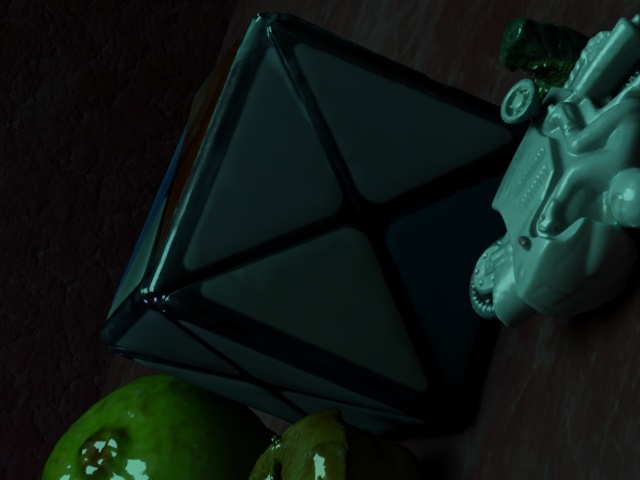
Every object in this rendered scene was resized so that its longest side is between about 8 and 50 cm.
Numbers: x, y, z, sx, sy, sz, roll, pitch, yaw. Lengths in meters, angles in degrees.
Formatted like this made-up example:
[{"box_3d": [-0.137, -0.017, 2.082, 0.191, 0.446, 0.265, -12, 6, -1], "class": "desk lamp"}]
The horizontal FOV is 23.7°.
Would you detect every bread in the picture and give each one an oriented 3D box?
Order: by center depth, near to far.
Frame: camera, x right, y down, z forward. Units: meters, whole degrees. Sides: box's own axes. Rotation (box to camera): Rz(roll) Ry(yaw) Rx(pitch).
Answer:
[{"box_3d": [0.001, 0.282, 1.344, 0.268, 0.146, 0.268, -163, 90, -76], "class": "bread"}]

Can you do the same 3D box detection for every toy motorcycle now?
[{"box_3d": [0.207, -0.043, 1.147, 0.260, 0.110, 0.171, -61, 30, 1], "class": "toy motorcycle"}]

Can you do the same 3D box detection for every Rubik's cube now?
[{"box_3d": [0.000, 0.000, 1.443, 0.305, 0.310, 0.307, -69, 12, -17], "class": "Rubik's cube"}]

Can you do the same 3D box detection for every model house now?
[{"box_3d": [0.199, -0.163, 1.376, 0.079, 0.083, 0.066, 156, 132, -70], "class": "model house"}]

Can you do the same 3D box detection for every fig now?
[{"box_3d": [-0.143, 0.285, 1.603, 0.326, 0.258, 0.258, 48, -126, -55], "class": "fig"}]

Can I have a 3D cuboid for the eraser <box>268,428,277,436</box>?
[{"box_3d": [-0.136, 0.385, 1.812, 0.155, 0.102, 0.332, 124, 163, -49], "class": "eraser"}]
